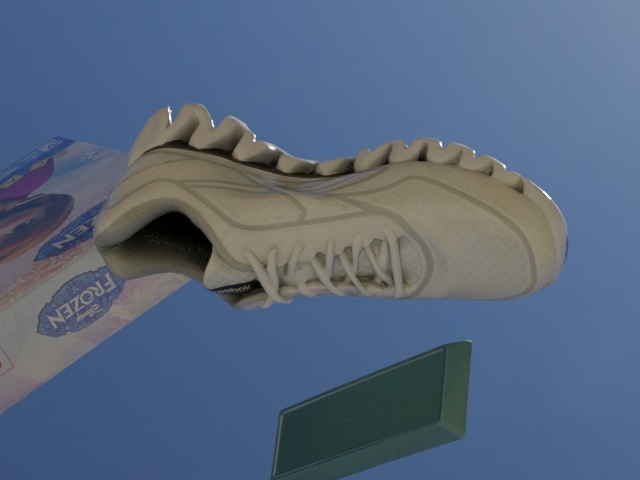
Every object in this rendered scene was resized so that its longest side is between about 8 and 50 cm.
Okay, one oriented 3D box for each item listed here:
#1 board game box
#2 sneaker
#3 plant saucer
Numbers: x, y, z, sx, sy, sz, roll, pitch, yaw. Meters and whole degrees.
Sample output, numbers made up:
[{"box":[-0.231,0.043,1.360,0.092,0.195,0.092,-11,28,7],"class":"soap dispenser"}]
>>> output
[{"box":[-0.260,0.040,1.067,0.319,0.318,0.066,-37,-66,-21],"class":"board game box"},{"box":[0.000,0.000,0.852,0.292,0.110,0.118,8,-143,21],"class":"sneaker"},{"box":[0.028,0.118,0.939,0.018,0.192,0.067,25,-123,-28],"class":"plant saucer"}]
